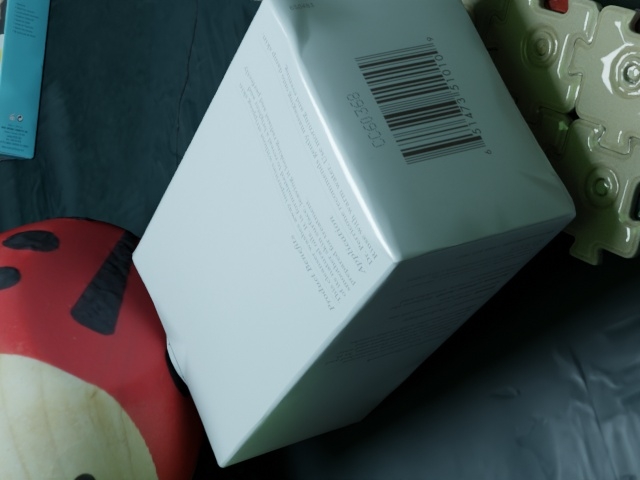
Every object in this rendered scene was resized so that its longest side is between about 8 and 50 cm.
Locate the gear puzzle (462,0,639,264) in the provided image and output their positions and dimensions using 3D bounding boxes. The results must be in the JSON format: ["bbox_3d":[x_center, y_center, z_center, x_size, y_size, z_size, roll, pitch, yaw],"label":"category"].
[{"bbox_3d":[0.131,-0.110,0.957,0.339,0.044,0.175,27,112,44],"label":"gear puzzle"}]

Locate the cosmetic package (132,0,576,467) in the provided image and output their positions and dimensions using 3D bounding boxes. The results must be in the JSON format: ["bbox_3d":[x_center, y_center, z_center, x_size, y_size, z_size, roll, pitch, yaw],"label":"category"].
[{"bbox_3d":[0.000,0.000,0.983,0.217,0.156,0.385,66,150,18],"label":"cosmetic package"}]

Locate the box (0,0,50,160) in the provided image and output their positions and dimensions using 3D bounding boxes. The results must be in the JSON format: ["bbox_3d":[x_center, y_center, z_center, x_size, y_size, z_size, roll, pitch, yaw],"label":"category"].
[{"bbox_3d":[-0.391,-0.222,1.579,0.101,0.060,0.244,0,84,45],"label":"box"}]

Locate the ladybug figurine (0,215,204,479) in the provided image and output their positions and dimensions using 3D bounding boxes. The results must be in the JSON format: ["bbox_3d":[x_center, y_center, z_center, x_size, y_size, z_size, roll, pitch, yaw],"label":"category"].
[{"bbox_3d":[-0.230,0.108,1.156,0.162,0.305,0.449,-57,15,23],"label":"ladybug figurine"}]

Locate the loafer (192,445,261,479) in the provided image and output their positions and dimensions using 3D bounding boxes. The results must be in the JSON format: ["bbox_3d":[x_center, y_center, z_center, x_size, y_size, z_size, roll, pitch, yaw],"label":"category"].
[{"bbox_3d":[-0.139,0.245,1.255,0.223,0.076,0.078,1,120,38],"label":"loafer"}]
